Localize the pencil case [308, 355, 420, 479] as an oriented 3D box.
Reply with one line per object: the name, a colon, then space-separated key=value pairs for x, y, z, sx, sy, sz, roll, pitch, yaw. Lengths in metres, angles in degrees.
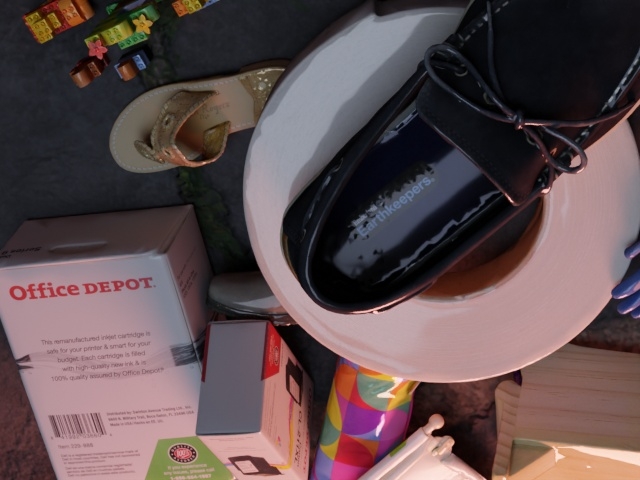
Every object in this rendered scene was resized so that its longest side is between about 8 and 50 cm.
pencil case: x=0.052 y=0.194 z=1.953 sx=0.104 sy=0.104 sz=0.236 roll=17 pitch=123 yaw=4

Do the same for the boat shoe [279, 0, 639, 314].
boat shoe: x=0.156 y=-0.110 z=1.625 sx=0.187 sy=0.156 sz=0.500 roll=44 pitch=105 yaw=-10

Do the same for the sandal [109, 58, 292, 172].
sandal: x=-0.125 y=-0.115 z=1.832 sx=0.240 sy=0.079 sz=0.088 roll=-19 pitch=113 yaw=23

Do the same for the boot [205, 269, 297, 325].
boot: x=0.000 y=0.000 z=1.878 sx=0.247 sy=0.083 sz=0.161 roll=0 pitch=112 yaw=8

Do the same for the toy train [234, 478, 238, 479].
toy train: x=-0.035 y=0.377 z=2.060 sx=0.190 sy=0.142 sz=0.334 roll=-41 pitch=105 yaw=20

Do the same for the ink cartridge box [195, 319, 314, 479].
ink cartridge box: x=-0.066 y=0.175 z=1.911 sx=0.072 sy=0.127 sz=0.175 roll=-4 pitch=153 yaw=16

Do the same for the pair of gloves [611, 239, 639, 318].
pair of gloves: x=0.379 y=0.038 z=1.773 sx=0.198 sy=0.023 sz=0.159 roll=34 pitch=104 yaw=-34

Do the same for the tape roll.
tape roll: x=0.118 y=-0.049 z=1.769 sx=0.392 sy=0.072 sz=0.392 roll=1 pitch=111 yaw=3

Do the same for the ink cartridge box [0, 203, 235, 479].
ink cartridge box: x=-0.209 y=0.117 z=1.959 sx=0.211 sy=0.121 sz=0.289 roll=-5 pitch=117 yaw=17

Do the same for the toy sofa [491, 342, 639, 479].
toy sofa: x=0.361 y=0.224 z=1.881 sx=0.363 sy=0.177 sz=0.150 roll=5 pitch=144 yaw=11

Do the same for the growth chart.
growth chart: x=0.122 y=0.300 z=1.976 sx=0.172 sy=0.021 sz=0.237 roll=-36 pitch=128 yaw=10

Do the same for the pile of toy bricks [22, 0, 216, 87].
pile of toy bricks: x=-0.197 y=-0.214 z=1.779 sx=0.212 sy=0.105 sz=0.118 roll=-22 pitch=111 yaw=24
